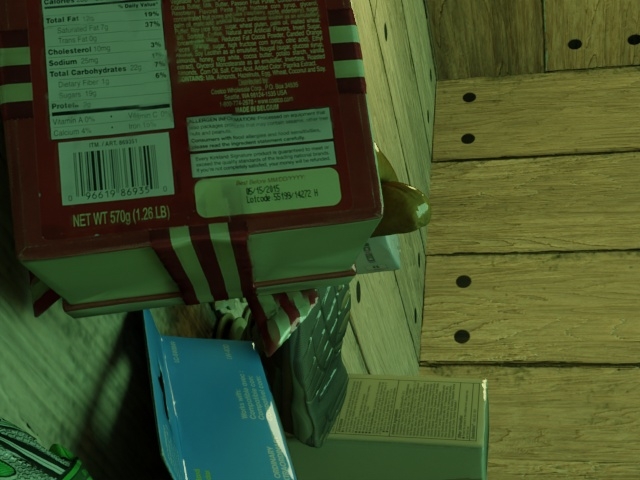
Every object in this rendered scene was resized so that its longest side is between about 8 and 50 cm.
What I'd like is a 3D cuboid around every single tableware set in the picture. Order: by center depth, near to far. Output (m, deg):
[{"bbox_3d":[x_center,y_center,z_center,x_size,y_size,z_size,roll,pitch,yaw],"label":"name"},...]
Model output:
[{"bbox_3d":[-0.089,0.131,1.250,0.194,0.039,0.128,-12,99,-76],"label":"tableware set"}]

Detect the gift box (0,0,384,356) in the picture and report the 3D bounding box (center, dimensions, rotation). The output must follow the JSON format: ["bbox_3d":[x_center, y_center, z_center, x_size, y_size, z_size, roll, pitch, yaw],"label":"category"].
[{"bbox_3d":[-0.100,-0.058,0.690,0.258,0.255,0.276,112,-25,-78],"label":"gift box"}]

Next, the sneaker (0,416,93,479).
[{"bbox_3d":[-0.235,0.162,0.536,0.146,0.134,0.343,54,4,29],"label":"sneaker"}]

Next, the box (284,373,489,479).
[{"bbox_3d":[0.066,0.266,1.289,0.148,0.311,0.121,-68,156,-56],"label":"box"}]

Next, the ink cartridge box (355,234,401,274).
[{"bbox_3d":[0.000,0.000,1.325,0.232,0.189,0.066,41,43,-72],"label":"ink cartridge box"}]

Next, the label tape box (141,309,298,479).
[{"bbox_3d":[-0.080,0.229,0.968,0.240,0.106,0.333,-114,-170,-54],"label":"label tape box"}]

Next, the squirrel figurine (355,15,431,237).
[{"bbox_3d":[-0.078,-0.182,1.009,0.397,0.281,0.370,-95,169,-76],"label":"squirrel figurine"}]

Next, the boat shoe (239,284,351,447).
[{"bbox_3d":[-0.039,0.124,1.109,0.123,0.116,0.324,-54,157,-39],"label":"boat shoe"}]
